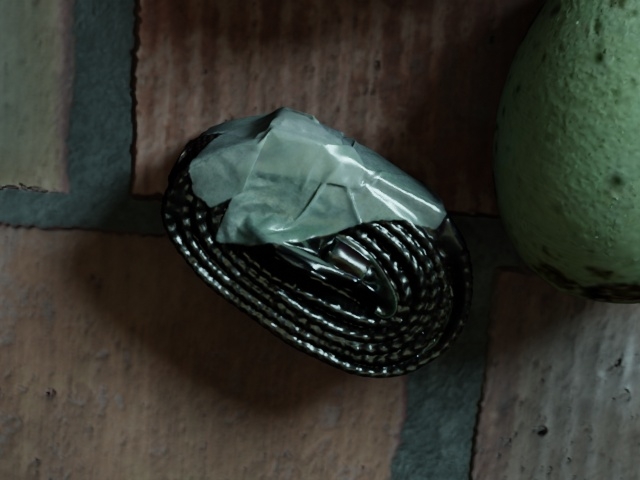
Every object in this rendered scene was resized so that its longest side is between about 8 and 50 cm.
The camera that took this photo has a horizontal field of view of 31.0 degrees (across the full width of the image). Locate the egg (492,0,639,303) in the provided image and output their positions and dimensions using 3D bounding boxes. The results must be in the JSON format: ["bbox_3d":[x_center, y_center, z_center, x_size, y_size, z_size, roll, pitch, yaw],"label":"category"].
[{"bbox_3d":[0.303,-0.118,0.954,0.287,0.287,0.379,27,100,-7],"label":"egg"}]

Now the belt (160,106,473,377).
[{"bbox_3d":[0.000,0.000,1.021,0.289,0.164,0.184,30,105,-7],"label":"belt"}]
